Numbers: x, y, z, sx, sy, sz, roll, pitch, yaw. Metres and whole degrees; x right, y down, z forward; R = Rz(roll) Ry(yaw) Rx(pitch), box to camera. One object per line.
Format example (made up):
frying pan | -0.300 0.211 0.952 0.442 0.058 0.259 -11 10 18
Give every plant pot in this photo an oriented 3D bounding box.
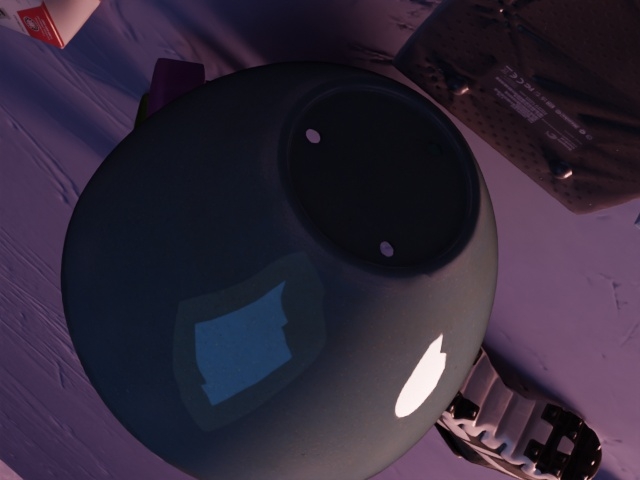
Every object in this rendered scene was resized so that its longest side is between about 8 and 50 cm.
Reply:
plant pot | 0.000 0.000 0.972 0.290 0.290 0.195 37 147 -5

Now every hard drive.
hard drive | 0.158 -0.105 0.835 0.172 0.054 0.255 38 157 -9

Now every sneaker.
sneaker | 0.123 0.141 1.306 0.234 0.078 0.106 36 153 -8

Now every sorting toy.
sorting toy | -0.102 -0.040 1.267 0.126 0.127 0.365 8 156 -13

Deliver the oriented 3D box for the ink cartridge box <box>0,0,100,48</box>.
ink cartridge box | -0.246 -0.212 1.141 0.135 0.056 0.099 22 154 25

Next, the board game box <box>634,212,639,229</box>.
board game box | 0.312 0.019 0.893 0.211 0.039 0.160 37 156 -5
